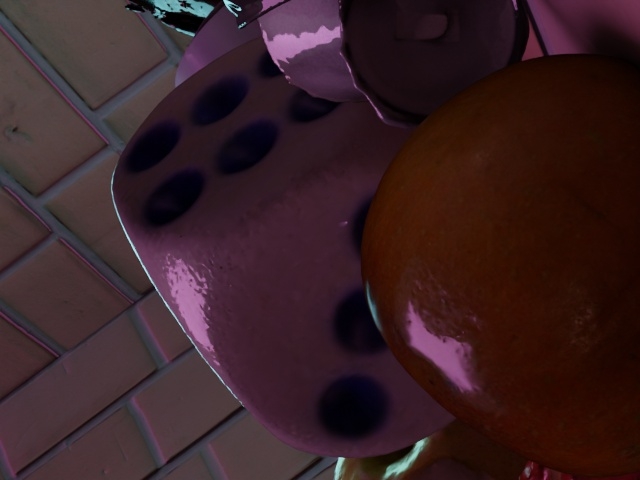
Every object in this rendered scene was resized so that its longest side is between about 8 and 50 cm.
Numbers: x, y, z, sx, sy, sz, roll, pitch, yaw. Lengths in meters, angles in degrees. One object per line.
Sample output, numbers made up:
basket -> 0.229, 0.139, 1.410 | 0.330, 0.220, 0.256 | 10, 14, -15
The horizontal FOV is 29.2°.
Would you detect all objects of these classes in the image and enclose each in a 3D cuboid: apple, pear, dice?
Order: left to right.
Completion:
dice -> 0.000, 0.000, 1.136 | 0.304, 0.277, 0.304 | 52, -174, -32
pear -> 0.152, 0.252, 1.206 | 0.271, 0.271, 0.271 | 54, -178, -2
apple -> 0.143, 0.011, 0.699 | 0.237, 0.207, 0.237 | 38, -163, -14

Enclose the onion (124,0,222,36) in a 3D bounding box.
onion -> -0.162, -0.399, 1.665 | 0.314, 0.232, 0.314 | 13, -164, -4

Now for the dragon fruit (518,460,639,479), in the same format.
dragon fruit -> 0.282, 0.202, 0.922 | 0.268, 0.210, 0.205 | 22, -155, 20

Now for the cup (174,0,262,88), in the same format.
cup -> 0.014, -0.135, 1.503 | 0.371, 0.253, 0.253 | 53, -179, 14

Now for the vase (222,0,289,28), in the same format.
vase -> -0.062, -0.279, 0.689 | 0.251, 0.156, 0.301 | -2, 137, 49

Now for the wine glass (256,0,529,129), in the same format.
wine glass -> 0.045, -0.152, 0.837 | 0.156, 0.156, 0.232 | 53, 180, -18
